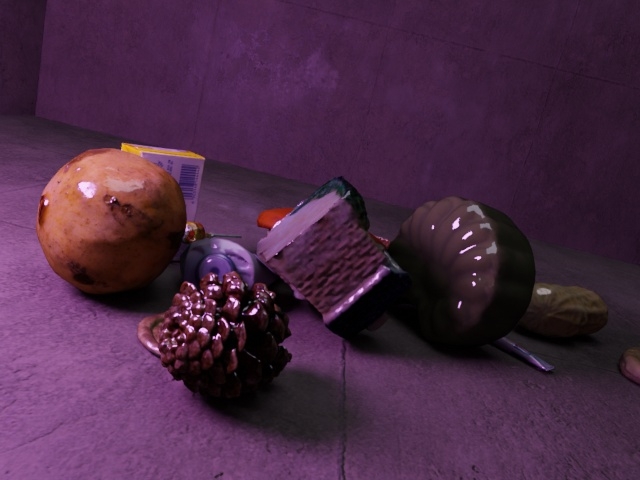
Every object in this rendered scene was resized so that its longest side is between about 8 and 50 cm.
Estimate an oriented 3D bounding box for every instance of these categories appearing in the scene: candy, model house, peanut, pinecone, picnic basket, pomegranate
[{"bbox_3d":[-0.265,-0.014,1.239,0.061,0.060,0.201,22,9,32],"label":"candy"},{"bbox_3d":[0.036,0.049,1.056,0.284,0.243,0.298,52,2,-13],"label":"model house"},{"bbox_3d":[0.661,0.193,1.363,0.313,0.152,0.152,9,14,-32],"label":"peanut"},{"bbox_3d":[-0.127,0.142,0.731,0.205,0.179,0.184,25,27,-38],"label":"pinecone"},{"bbox_3d":[0.182,0.026,1.739,0.110,0.054,0.193,19,14,16],"label":"picnic basket"},{"bbox_3d":[-0.397,-0.037,0.959,0.282,0.280,0.281,13,14,-3],"label":"pomegranate"}]

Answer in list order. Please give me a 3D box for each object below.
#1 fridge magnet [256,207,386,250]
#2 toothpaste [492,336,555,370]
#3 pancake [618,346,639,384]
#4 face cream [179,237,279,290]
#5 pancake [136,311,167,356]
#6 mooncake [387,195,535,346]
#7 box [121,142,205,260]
[{"bbox_3d":[0.000,0.000,1.376,0.364,0.155,0.363,14,0,0],"label":"fridge magnet"},{"bbox_3d":[0.452,0.252,1.153,0.045,0.028,0.170,10,14,-46],"label":"toothpaste"},{"bbox_3d":[0.862,0.331,1.202,0.295,0.049,0.294,13,12,-3],"label":"pancake"},{"bbox_3d":[-0.201,0.060,1.167,0.235,0.137,0.420,12,2,0],"label":"face cream"},{"bbox_3d":[-0.222,0.161,0.865,0.184,0.020,0.190,14,14,-3],"label":"pancake"},{"bbox_3d":[0.309,0.067,1.162,0.188,0.351,0.351,19,9,-32],"label":"mooncake"},{"bbox_3d":[-0.386,-0.086,1.182,0.169,0.264,0.097,-3,20,-45],"label":"box"}]
